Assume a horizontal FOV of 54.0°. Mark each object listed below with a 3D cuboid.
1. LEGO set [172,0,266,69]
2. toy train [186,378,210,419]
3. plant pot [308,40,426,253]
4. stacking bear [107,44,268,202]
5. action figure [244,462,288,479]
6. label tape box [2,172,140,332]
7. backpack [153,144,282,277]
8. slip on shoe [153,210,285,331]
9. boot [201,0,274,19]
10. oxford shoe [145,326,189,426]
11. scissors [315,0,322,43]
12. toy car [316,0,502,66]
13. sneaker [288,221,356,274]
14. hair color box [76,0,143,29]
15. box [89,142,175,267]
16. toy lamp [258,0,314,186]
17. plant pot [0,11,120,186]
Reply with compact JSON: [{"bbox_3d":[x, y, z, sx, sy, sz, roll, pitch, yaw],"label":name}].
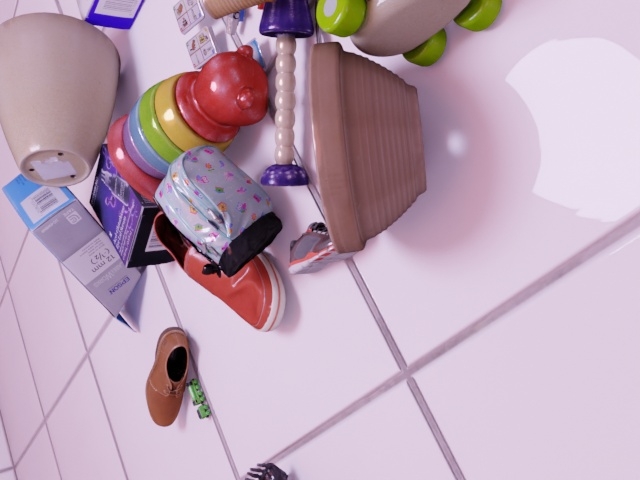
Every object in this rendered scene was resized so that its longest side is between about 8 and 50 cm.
[{"bbox_3d":[-0.135,-0.341,1.005,0.244,0.060,0.182,-14,97,50],"label":"LEGO set"},{"bbox_3d":[-0.236,0.305,1.207,0.017,0.024,0.083,-50,60,40],"label":"toy train"},{"bbox_3d":[0.060,-0.107,0.709,0.110,0.237,0.237,-6,91,9],"label":"plant pot"},{"bbox_3d":[-0.193,-0.193,0.990,0.289,0.164,0.175,-25,54,38],"label":"stacking bear"},{"bbox_3d":[-0.020,0.448,0.896,0.276,0.141,0.164,26,102,46],"label":"action figure"},{"bbox_3d":[-0.510,0.017,1.372,0.249,0.115,0.347,33,160,45],"label":"label tape box"},{"bbox_3d":[-0.153,-0.050,0.938,0.182,0.152,0.115,44,121,2],"label":"backpack"},{"bbox_3d":[-0.173,0.041,1.042,0.331,0.101,0.123,41,122,36],"label":"slip on shoe"},{"bbox_3d":[-0.063,-0.432,0.840,0.211,0.104,0.295,-19,58,17],"label":"boot"},{"bbox_3d":[-0.295,0.279,1.221,0.076,0.076,0.212,39,124,57],"label":"oxford shoe"},{"bbox_3d":[0.005,-0.186,0.830,0.109,0.021,0.297,-52,-40,-87],"label":"scissors"},{"bbox_3d":[0.084,-0.308,0.672,0.149,0.155,0.188,-25,67,47],"label":"toy car"},{"bbox_3d":[0.000,0.000,0.872,0.158,0.061,0.064,-27,69,47],"label":"sneaker"},{"bbox_3d":[-0.441,-0.621,1.253,0.185,0.110,0.338,-38,65,46],"label":"hair color box"},{"bbox_3d":[-0.354,-0.073,1.227,0.207,0.108,0.153,49,129,33],"label":"box"},{"bbox_3d":[-0.048,-0.215,0.882,0.080,0.080,0.274,11,106,48],"label":"toy lamp"},{"bbox_3d":[-0.521,-0.252,1.237,0.256,0.257,0.274,-40,53,44],"label":"plant pot"}]
